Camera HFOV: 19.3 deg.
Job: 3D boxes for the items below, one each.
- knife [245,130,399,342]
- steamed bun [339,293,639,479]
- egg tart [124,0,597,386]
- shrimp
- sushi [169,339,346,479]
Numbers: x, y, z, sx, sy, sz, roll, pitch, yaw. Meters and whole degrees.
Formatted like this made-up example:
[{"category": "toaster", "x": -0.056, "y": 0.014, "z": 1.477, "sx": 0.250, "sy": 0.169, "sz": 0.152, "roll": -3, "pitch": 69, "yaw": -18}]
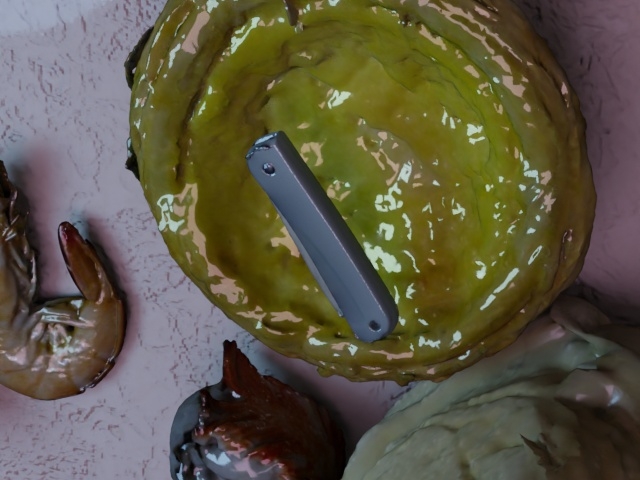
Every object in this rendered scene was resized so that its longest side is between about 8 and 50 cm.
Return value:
[{"category": "knife", "x": 0.000, "y": 0.000, "z": 1.254, "sx": 0.044, "sy": 0.023, "sz": 0.162, "roll": -20, "pitch": 112, "yaw": 36}, {"category": "steamed bun", "x": 0.126, "y": 0.232, "z": 1.319, "sx": 0.325, "sy": 0.372, "sz": 0.230, "roll": -17, "pitch": 121, "yaw": 49}, {"category": "egg tart", "x": 0.031, "y": -0.063, "z": 1.295, "sx": 0.345, "sy": 0.132, "sz": 0.345, "roll": 8, "pitch": 122, "yaw": 14}, {"category": "shrimp", "x": -0.222, "y": 0.033, "z": 1.484, "sx": 0.133, "sy": 0.053, "sz": 0.236, "roll": 8, "pitch": 124, "yaw": 17}, {"category": "sushi", "x": -0.051, "y": 0.234, "z": 1.498, "sx": 0.130, "sy": 0.124, "sz": 0.332, "roll": 7, "pitch": 123, "yaw": 6}]
